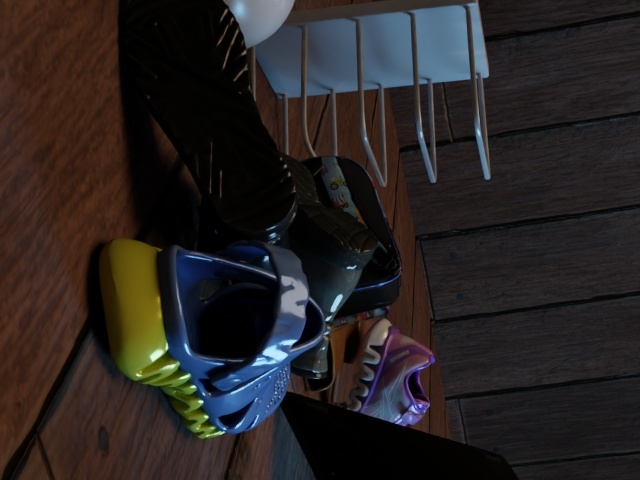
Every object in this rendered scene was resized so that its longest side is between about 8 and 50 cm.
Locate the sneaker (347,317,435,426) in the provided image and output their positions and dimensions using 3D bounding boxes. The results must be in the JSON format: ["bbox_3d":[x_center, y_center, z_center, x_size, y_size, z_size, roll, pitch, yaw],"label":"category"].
[{"bbox_3d":[0.088,0.228,1.609,0.095,0.105,0.236,-18,124,-75],"label":"sneaker"}]

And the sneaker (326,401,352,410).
[{"bbox_3d":[0.029,0.242,1.524,0.038,0.069,0.098,-85,164,-53],"label":"sneaker"}]

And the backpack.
[{"bbox_3d":[0.000,0.000,1.339,0.117,0.158,0.173,82,-7,-64],"label":"backpack"}]

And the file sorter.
[{"bbox_3d":[0.061,-0.166,1.462,0.193,0.278,0.173,59,29,-67],"label":"file sorter"}]

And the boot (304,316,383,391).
[{"bbox_3d":[0.007,0.049,1.617,0.280,0.096,0.264,-12,101,-73],"label":"boot"}]

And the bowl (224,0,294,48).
[{"bbox_3d":[-0.079,-0.317,1.167,0.298,0.134,0.297,-8,90,-81],"label":"bowl"}]

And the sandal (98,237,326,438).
[{"bbox_3d":[-0.059,0.078,0.941,0.317,0.138,0.126,57,25,-73],"label":"sandal"}]

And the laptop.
[{"bbox_3d":[0.105,0.421,1.335,0.382,0.236,0.408,23,23,-37],"label":"laptop"}]

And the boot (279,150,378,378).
[{"bbox_3d":[-0.052,0.014,1.178,0.246,0.083,0.161,46,-59,44],"label":"boot"}]

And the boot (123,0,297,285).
[{"bbox_3d":[-0.091,-0.074,1.030,0.207,0.094,0.246,102,-36,-70],"label":"boot"}]
